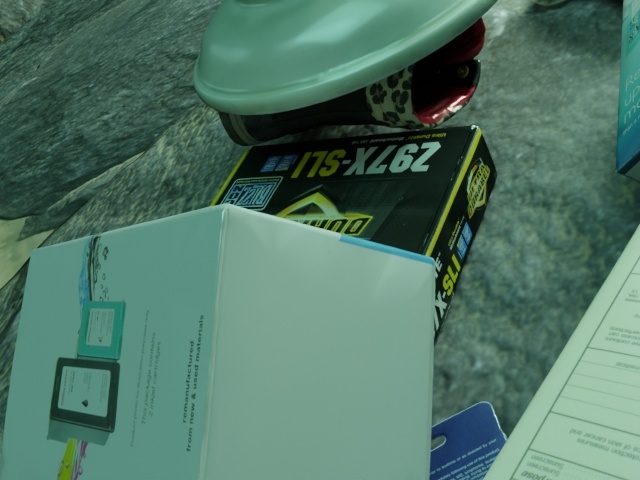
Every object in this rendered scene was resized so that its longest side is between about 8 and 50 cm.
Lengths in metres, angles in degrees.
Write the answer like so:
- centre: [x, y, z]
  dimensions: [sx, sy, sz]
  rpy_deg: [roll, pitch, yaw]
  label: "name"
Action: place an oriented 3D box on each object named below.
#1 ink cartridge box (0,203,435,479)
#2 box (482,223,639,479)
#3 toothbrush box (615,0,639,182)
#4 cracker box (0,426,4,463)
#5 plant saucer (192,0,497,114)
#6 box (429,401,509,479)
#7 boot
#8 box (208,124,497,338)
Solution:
- centre: [-0.082, 0.103, 0.531]
  dimensions: [0.270, 0.198, 0.197]
  rpy_deg: [-8, 74, 46]
  label: "ink cartridge box"
- centre: [0.224, 0.094, 0.398]
  dimensions: [0.148, 0.121, 0.311]
  rpy_deg: [10, 42, 42]
  label: "box"
- centre: [0.361, -0.193, 0.572]
  dimensions: [0.216, 0.126, 0.295]
  rpy_deg: [121, 172, -54]
  label: "toothbrush box"
- centre: [-0.369, 0.307, 0.719]
  dimensions: [0.156, 0.067, 0.232]
  rpy_deg: [-43, 37, -8]
  label: "cracker box"
- centre: [0.015, -0.296, 0.805]
  dimensions: [0.400, 0.100, 0.400]
  rpy_deg: [-19, 36, 14]
  label: "plant saucer"
- centre: [0.091, 0.220, 0.467]
  dimensions: [0.136, 0.036, 0.225]
  rpy_deg: [-32, 29, 14]
  label: "box"
- centre: [0.074, -0.252, 0.905]
  dimensions: [0.284, 0.138, 0.377]
  rpy_deg: [6, 42, 40]
  label: "boot"
- centre: [0.000, 0.000, 0.763]
  dimensions: [0.322, 0.079, 0.257]
  rpy_deg: [1, 48, 38]
  label: "box"
